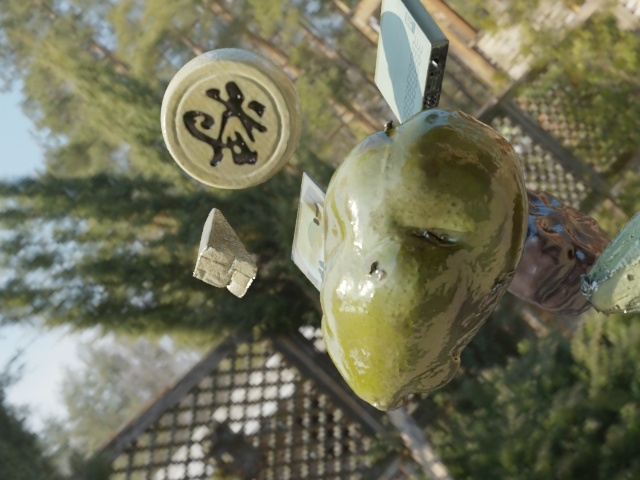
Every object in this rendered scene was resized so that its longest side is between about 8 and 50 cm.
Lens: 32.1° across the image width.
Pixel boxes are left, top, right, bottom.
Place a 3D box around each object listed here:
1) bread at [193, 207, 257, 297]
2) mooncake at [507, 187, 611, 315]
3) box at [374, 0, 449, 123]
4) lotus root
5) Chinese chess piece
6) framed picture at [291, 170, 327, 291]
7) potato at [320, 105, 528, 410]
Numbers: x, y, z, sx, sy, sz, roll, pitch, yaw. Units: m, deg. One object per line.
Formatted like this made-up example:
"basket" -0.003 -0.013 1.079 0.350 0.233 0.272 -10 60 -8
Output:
"bread" -0.169 0.020 2.027 0.152 0.105 0.077 -86 22 -57
"mooncake" 0.395 0.007 1.985 0.141 0.283 0.283 -63 -12 22
"box" 0.164 -0.323 2.023 0.045 0.211 0.270 -20 -34 -15
"lotus root" 0.360 0.035 1.214 0.144 0.070 0.143 -40 -38 7
"Chinese chess piece" -0.160 -0.220 2.016 0.257 0.257 0.104 -49 8 17
"framed picture" 0.000 0.000 1.865 0.010 0.136 0.201 -21 -39 -30
"potato" 0.106 0.023 1.248 0.202 0.218 0.351 -140 56 -67
